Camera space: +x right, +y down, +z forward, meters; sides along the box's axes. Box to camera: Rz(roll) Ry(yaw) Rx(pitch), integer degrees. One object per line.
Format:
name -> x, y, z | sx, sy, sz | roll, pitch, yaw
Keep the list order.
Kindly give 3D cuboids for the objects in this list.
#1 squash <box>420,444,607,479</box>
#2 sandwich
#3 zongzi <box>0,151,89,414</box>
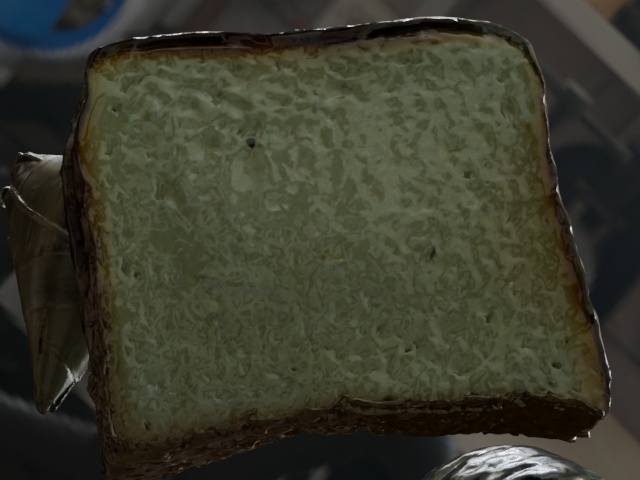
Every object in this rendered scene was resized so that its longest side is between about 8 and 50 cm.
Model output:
squash -> 0.138, 0.251, 1.204 | 0.252, 0.165, 0.252 | 46, -25, 29
sandwich -> 0.000, 0.000, 1.135 | 0.099, 0.301, 0.271 | 100, -17, -64
zongzi -> -0.181, 0.025, 1.268 | 0.078, 0.176, 0.160 | 30, -13, -32
